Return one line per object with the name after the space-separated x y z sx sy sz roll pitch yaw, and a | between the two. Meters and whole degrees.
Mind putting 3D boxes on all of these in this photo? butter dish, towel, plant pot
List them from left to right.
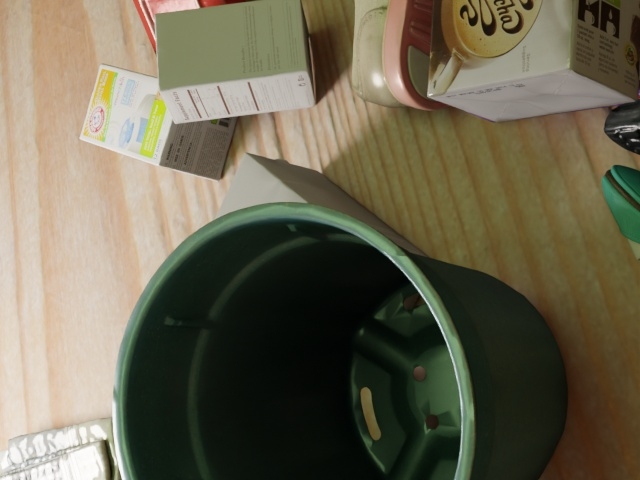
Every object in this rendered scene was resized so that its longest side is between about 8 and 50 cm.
-0.380 0.421 1.774 0.312 0.056 0.324 -22 65 41 | towel
-0.150 -0.302 1.673 0.160 0.118 0.160 -1 119 40 | butter dish
0.052 0.146 1.156 0.341 0.334 0.341 -2 86 32 | plant pot

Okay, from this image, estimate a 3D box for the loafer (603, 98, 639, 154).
0.357 -0.118 1.135 0.223 0.076 0.078 -3 64 47 | loafer

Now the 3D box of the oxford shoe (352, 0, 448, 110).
0.099 -0.341 1.406 0.146 0.140 0.397 6 82 54 | oxford shoe

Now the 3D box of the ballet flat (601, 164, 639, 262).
0.331 0.015 1.123 0.247 0.083 0.087 36 121 46 | ballet flat

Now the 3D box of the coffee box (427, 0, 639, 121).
0.206 -0.276 1.203 0.168 0.118 0.297 -4 78 45 | coffee box

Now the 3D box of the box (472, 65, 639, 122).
0.249 -0.276 1.289 0.201 0.057 0.293 -3 78 44 | box

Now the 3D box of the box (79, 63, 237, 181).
-0.218 -0.160 1.710 0.203 0.103 0.114 20 95 46 | box

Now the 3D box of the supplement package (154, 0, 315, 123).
-0.102 -0.217 1.543 0.179 0.105 0.105 -6 72 4 | supplement package

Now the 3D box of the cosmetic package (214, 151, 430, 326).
0.000 0.000 1.432 0.238 0.127 0.107 37 108 46 | cosmetic package
